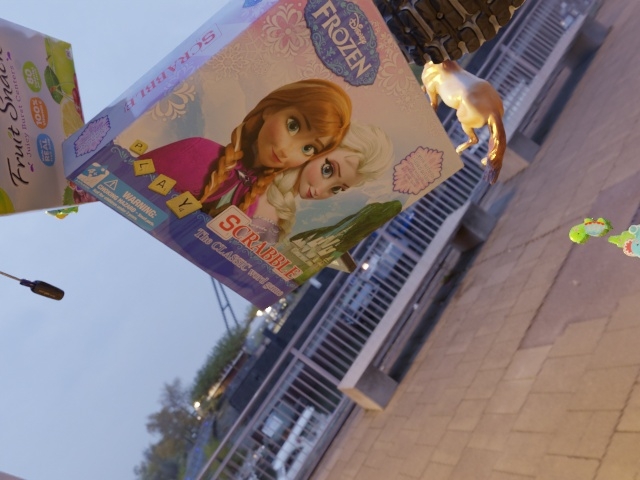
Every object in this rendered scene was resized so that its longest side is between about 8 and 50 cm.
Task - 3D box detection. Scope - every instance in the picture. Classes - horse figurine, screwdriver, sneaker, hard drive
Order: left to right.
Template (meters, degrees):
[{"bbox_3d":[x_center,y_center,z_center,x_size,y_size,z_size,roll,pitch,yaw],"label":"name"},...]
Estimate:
[{"bbox_3d":[-0.462,0.056,0.852,0.025,0.170,0.024,-29,51,27],"label":"screwdriver"},{"bbox_3d":[0.000,0.000,1.022,0.094,0.135,0.022,14,57,47],"label":"hard drive"},{"bbox_3d":[0.215,-0.215,0.895,0.066,0.263,0.174,-30,-26,-13],"label":"horse figurine"},{"bbox_3d":[0.183,-0.321,0.642,0.330,0.130,0.147,-25,42,17],"label":"sneaker"}]

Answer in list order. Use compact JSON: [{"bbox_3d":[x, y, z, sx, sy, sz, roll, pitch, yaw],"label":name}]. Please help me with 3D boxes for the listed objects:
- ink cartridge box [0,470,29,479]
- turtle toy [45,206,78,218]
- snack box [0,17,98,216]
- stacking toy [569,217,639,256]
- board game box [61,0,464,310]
[{"bbox_3d":[-0.269,0.182,0.310,0.139,0.190,0.082,-43,37,6],"label":"ink cartridge box"},{"bbox_3d":[-0.480,-0.097,1.014,0.095,0.130,0.066,-40,5,17],"label":"turtle toy"},{"bbox_3d":[-0.296,-0.109,0.525,0.207,0.070,0.175,-49,-49,-78],"label":"snack box"},{"bbox_3d":[0.453,0.005,0.719,0.221,0.167,0.052,2,86,47],"label":"stacking toy"},{"bbox_3d":[-0.038,-0.092,0.619,0.318,0.318,0.066,-37,48,10],"label":"board game box"}]
